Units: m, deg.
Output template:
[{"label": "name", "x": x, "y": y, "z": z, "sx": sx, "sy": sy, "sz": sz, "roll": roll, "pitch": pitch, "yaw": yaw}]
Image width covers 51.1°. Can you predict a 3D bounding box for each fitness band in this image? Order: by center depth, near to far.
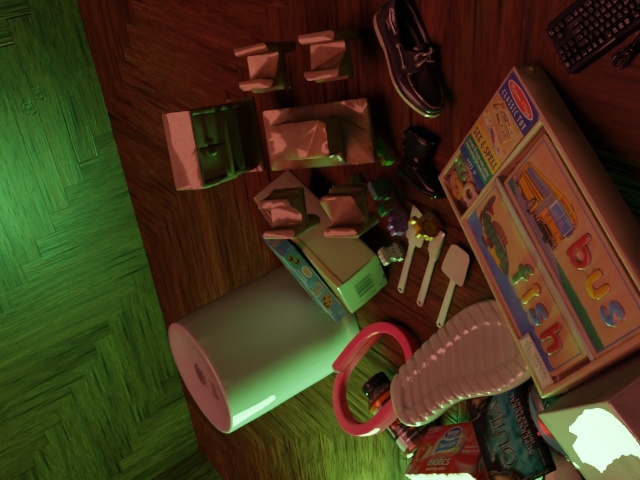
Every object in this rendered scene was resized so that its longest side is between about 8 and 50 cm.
[{"label": "fitness band", "x": 0.122, "y": 0.317, "z": 1.539, "sx": 0.290, "sy": 0.054, "sz": 0.209, "roll": -54, "pitch": 43, "yaw": 25}]

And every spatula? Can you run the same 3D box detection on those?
[{"label": "spatula", "x": 0.218, "y": 0.066, "z": 1.338, "sx": 0.168, "sy": 0.019, "sz": 0.241, "roll": 43, "pitch": 145, "yaw": 31}]

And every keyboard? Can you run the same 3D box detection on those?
[{"label": "keyboard", "x": 0.362, "y": -0.269, "z": 0.824, "sx": 0.108, "sy": 0.023, "sz": 0.180, "roll": 61, "pitch": 152, "yaw": 4}]

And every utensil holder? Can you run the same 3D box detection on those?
[{"label": "utensil holder", "x": -0.147, "y": 0.260, "z": 1.715, "sx": 0.328, "sy": 0.386, "sz": 0.327, "roll": 40, "pitch": 144, "yaw": 38}]

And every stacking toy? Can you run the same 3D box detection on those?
[{"label": "stacking toy", "x": 0.137, "y": -0.072, "z": 1.322, "sx": 0.221, "sy": 0.052, "sz": 0.167, "roll": 66, "pitch": 153, "yaw": 13}]

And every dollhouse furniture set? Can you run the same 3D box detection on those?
[{"label": "dollhouse furniture set", "x": -0.069, "y": -0.208, "z": 1.342, "sx": 0.395, "sy": 0.256, "sz": 0.361, "roll": -2, "pitch": 105, "yaw": 25}]

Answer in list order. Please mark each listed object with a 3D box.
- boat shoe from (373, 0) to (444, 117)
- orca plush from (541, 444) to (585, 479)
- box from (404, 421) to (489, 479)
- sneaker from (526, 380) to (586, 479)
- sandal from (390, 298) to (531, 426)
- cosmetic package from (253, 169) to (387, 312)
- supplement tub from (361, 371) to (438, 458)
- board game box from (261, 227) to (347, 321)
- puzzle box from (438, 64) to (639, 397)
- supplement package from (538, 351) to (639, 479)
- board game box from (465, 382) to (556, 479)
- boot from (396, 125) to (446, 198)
[{"label": "boat shoe", "x": 0.151, "y": -0.300, "z": 1.091, "sx": 0.206, "sy": 0.075, "sz": 0.065, "roll": 66, "pitch": 155, "yaw": 5}, {"label": "orca plush", "x": 0.423, "y": 0.453, "z": 1.187, "sx": 0.102, "sy": 0.151, "sz": 0.287, "roll": 59, "pitch": -171, "yaw": -65}, {"label": "box", "x": 0.302, "y": 0.459, "z": 1.372, "sx": 0.123, "sy": 0.128, "sz": 0.257, "roll": 40, "pitch": 152, "yaw": -6}, {"label": "sneaker", "x": 0.459, "y": 0.318, "z": 1.096, "sx": 0.262, "sy": 0.104, "sz": 0.125, "roll": 49, "pitch": 130, "yaw": 19}, {"label": "sandal", "x": 0.285, "y": 0.230, "z": 1.275, "sx": 0.416, "sy": 0.102, "sz": 0.169, "roll": -40, "pitch": 54, "yaw": 45}, {"label": "cosmetic package", "x": 0.000, "y": 0.000, "z": 1.494, "sx": 0.309, "sy": 0.113, "sz": 0.160, "roll": 45, "pitch": 171, "yaw": 30}, {"label": "supplement tub", "x": 0.184, "y": 0.406, "z": 1.581, "sx": 0.198, "sy": 0.106, "sz": 0.106, "roll": 48, "pitch": 148, "yaw": 26}, {"label": "board game box", "x": -0.038, "y": 0.076, "z": 1.508, "sx": 0.211, "sy": 0.039, "sz": 0.160, "roll": 53, "pitch": 172, "yaw": -27}, {"label": "puzzle box", "x": 0.318, "y": -0.009, "z": 0.960, "sx": 0.272, "sy": 0.052, "sz": 0.408, "roll": 117, "pitch": 139, "yaw": -55}, {"label": "supplement package", "x": 0.440, "y": 0.242, "z": 0.865, "sx": 0.177, "sy": 0.175, "sz": 0.293, "roll": 55, "pitch": 172, "yaw": 15}, {"label": "board game box", "x": 0.339, "y": 0.349, "z": 1.213, "sx": 0.126, "sy": 0.026, "sz": 0.186, "roll": -42, "pitch": 40, "yaw": 31}, {"label": "boot", "x": 0.187, "y": -0.142, "z": 1.196, "sx": 0.121, "sy": 0.045, "sz": 0.099, "roll": 41, "pitch": 138, "yaw": 32}]
